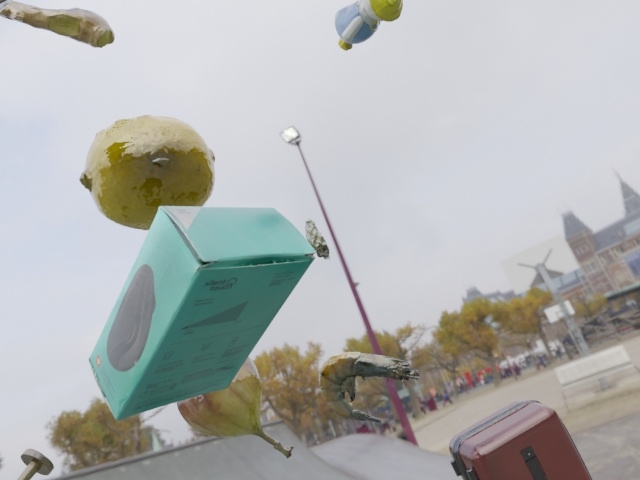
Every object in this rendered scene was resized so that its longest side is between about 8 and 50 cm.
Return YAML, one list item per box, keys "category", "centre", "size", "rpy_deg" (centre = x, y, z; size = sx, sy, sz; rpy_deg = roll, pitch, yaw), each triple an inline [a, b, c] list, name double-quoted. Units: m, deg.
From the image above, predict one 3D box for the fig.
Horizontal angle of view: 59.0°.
- category: "fig"
  centre: [-0.148, 0.301, 1.021]
  size: [0.160, 0.230, 0.143]
  rpy_deg: [-40, -30, -37]

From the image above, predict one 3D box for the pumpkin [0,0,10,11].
- category: "pumpkin"
  centre: [-0.652, -0.463, 0.882]
  size: [0.225, 0.303, 0.256]
  rpy_deg: [-14, 6, 45]

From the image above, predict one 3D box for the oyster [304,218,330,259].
- category: "oyster"
  centre: [0.000, 0.000, 1.510]
  size: [0.037, 0.098, 0.100]
  rpy_deg: [-29, -41, 19]

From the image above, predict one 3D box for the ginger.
- category: "ginger"
  centre: [-0.685, -0.576, 1.473]
  size: [0.294, 0.131, 0.086]
  rpy_deg: [4, -42, -34]

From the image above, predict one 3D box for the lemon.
- category: "lemon"
  centre: [-0.374, -0.151, 1.261]
  size: [0.284, 0.260, 0.260]
  rpy_deg: [-43, 0, -42]

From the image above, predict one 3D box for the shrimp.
- category: "shrimp"
  centre: [0.103, 0.316, 1.218]
  size: [0.217, 0.150, 0.051]
  rpy_deg: [0, -1, 9]

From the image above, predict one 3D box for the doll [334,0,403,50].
- category: "doll"
  centre: [0.108, -0.507, 1.260]
  size: [0.135, 0.099, 0.241]
  rpy_deg: [-22, 8, -27]

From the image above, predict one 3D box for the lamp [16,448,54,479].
- category: "lamp"
  centre: [-0.636, 0.525, 1.123]
  size: [0.121, 0.121, 0.215]
  rpy_deg: [-36, 16, 38]

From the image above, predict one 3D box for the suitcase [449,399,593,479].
- category: "suitcase"
  centre: [0.425, 0.500, 1.160]
  size: [0.236, 0.297, 0.161]
  rpy_deg: [-25, -5, -12]

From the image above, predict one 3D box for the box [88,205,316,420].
- category: "box"
  centre: [-0.172, 0.097, 0.800]
  size: [0.205, 0.118, 0.311]
  rpy_deg: [-6, -43, -50]
